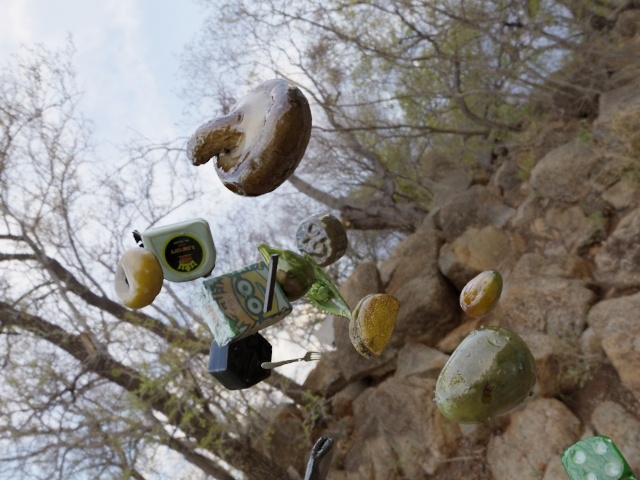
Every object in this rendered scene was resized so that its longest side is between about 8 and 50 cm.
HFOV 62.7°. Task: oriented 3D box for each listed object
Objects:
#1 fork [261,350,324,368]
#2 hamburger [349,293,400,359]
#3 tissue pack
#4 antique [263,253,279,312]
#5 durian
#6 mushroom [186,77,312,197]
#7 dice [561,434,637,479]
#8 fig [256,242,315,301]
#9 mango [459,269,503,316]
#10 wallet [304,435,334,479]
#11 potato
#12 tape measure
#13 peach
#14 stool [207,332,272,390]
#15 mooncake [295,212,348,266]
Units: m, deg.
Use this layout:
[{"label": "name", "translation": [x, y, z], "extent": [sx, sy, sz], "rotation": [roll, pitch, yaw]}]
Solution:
[{"label": "fork", "translation": [-0.084, 0.368, 1.605], "extent": [0.220, 0.028, 0.034], "rotation": [-2, -72, -36]}, {"label": "hamburger", "translation": [0.197, 0.309, 2.061], "extent": [0.144, 0.157, 0.282], "rotation": [-49, 13, 54]}, {"label": "tissue pack", "translation": [-0.276, 0.221, 1.875], "extent": [0.128, 0.228, 0.311], "rotation": [-41, -14, 35]}, {"label": "antique", "translation": [-0.159, 0.138, 1.690], "extent": [0.031, 0.015, 0.191], "rotation": [-9, -69, -59]}, {"label": "durian", "translation": [0.015, 0.197, 2.360], "extent": [0.170, 0.355, 0.157], "rotation": [-20, 23, 53]}, {"label": "mushroom", "translation": [-0.157, -0.270, 1.381], "extent": [0.345, 0.345, 0.239], "rotation": [-61, -28, 0]}, {"label": "dice", "translation": [0.640, 0.535, 1.211], "extent": [0.128, 0.120, 0.131], "rotation": [-30, -54, 11]}, {"label": "fig", "translation": [-0.152, 0.106, 2.080], "extent": [0.206, 0.275, 0.206], "rotation": [-40, 4, 3]}, {"label": "mango", "translation": [0.581, 0.193, 1.890], "extent": [0.221, 0.121, 0.151], "rotation": [107, -175, -62]}, {"label": "wallet", "translation": [-0.019, 0.666, 1.411], "extent": [0.168, 0.052, 0.245], "rotation": [-5, -72, -74]}, {"label": "potato", "translation": [0.538, 0.456, 1.714], "extent": [0.359, 0.270, 0.219], "rotation": [-43, -15, -18]}, {"label": "tape measure", "translation": [-0.455, 0.040, 1.679], "extent": [0.115, 0.236, 0.207], "rotation": [-118, 15, -74]}, {"label": "peach", "translation": [-0.507, 0.101, 1.462], "extent": [0.103, 0.179, 0.179], "rotation": [5, -65, -42]}, {"label": "stool", "translation": [-0.296, 0.443, 1.966], "extent": [0.141, 0.232, 0.232], "rotation": [-20, 14, 45]}, {"label": "mooncake", "translation": [0.000, 0.000, 2.809], "extent": [0.156, 0.284, 0.284], "rotation": [-28, -38, -48]}]
